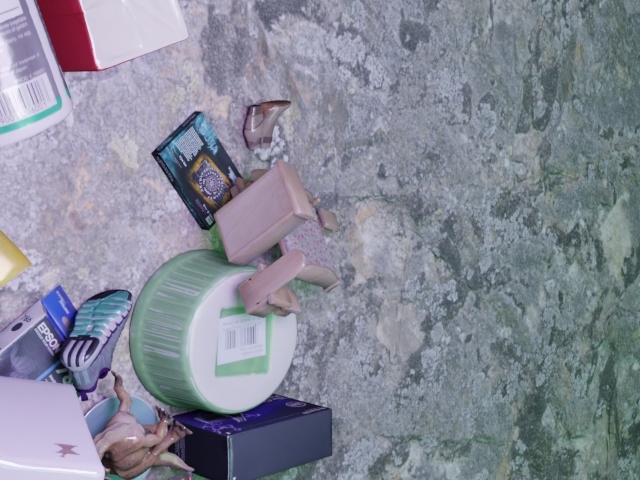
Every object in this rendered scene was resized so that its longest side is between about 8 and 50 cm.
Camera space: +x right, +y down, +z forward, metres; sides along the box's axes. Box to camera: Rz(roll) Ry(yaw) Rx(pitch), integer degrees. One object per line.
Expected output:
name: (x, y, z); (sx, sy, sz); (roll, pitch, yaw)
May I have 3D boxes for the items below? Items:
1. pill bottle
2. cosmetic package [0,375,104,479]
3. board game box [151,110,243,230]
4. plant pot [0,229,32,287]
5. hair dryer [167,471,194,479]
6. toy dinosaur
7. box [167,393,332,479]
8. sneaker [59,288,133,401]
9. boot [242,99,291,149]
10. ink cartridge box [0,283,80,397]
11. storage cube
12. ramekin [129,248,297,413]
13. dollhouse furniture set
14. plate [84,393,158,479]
pill bottle: (-0.510, -0.325, 1.548); (0.204, 0.204, 0.361); (-33, 118, -36)
cosmetic package: (-0.514, 0.412, 1.468); (0.330, 0.327, 0.393); (11, 99, -22)
board game box: (-0.219, -0.129, 1.984); (0.126, 0.026, 0.186); (-49, 127, -29)
plant pot: (-0.586, 0.022, 1.542); (0.212, 0.212, 0.187); (-40, 110, -33)
hair dryer: (-0.341, 0.545, 1.906); (0.294, 0.080, 0.223); (-16, 130, -29)
toy dinosaur: (-0.343, 0.365, 1.850); (0.200, 0.127, 0.295); (-52, 145, -12)
box: (-0.131, 0.372, 2.037); (0.261, 0.184, 0.103); (-6, 101, -44)
sneaker: (-0.375, 0.171, 1.813); (0.223, 0.083, 0.098); (-65, 154, -57)
boot: (-0.103, -0.223, 2.079); (0.118, 0.042, 0.086); (-15, 113, -41)
ink cartridge box: (-0.494, 0.236, 1.750); (0.332, 0.065, 0.165); (-46, 125, -30)
storage cube: (-0.356, -0.376, 1.698); (0.215, 0.193, 0.183); (-30, 116, -38)
ramekin: (-0.185, 0.174, 1.978); (0.303, 0.148, 0.303); (-8, 102, -43)
dollhouse furniture set: (0.000, 0.000, 1.981); (0.356, 0.174, 0.303); (18, 44, -49)
plate: (-0.369, 0.365, 1.917); (0.188, 0.024, 0.188); (-9, 104, -43)
